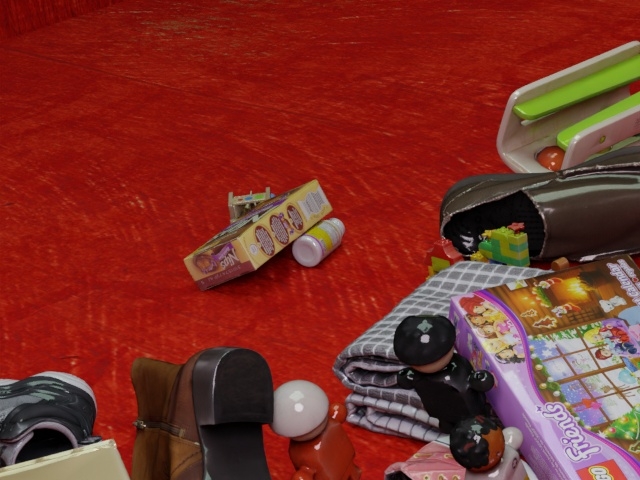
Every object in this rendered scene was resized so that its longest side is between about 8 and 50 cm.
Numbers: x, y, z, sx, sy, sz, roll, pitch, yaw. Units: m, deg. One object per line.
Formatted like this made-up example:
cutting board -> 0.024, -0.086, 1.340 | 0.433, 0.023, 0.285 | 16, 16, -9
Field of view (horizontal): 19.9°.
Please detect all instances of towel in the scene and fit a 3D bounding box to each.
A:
towel -> 0.190, 0.120, 1.915 | 0.284, 0.121, 0.235 | 7, 28, 35

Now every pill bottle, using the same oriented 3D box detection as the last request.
pill bottle -> 0.000, 0.000, 2.394 | 0.043, 0.043, 0.083 | 4, 24, 29

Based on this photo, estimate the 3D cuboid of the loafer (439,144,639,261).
loafer -> 0.307, -0.022, 2.221 | 0.366, 0.134, 0.130 | -10, 15, 26

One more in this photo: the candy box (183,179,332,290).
candy box -> -0.080, -0.008, 2.377 | 0.109, 0.053, 0.187 | -21, 13, 41

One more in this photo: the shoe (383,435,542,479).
shoe -> 0.136, 0.238, 1.729 | 0.081, 0.063, 0.178 | -23, 21, -27

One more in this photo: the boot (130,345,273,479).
boot -> -0.139, 0.234, 1.731 | 0.096, 0.264, 0.280 | 1, -8, -26

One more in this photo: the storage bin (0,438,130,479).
storage bin -> -0.268, 0.312, 1.617 | 0.260, 0.123, 0.262 | -14, 22, -12

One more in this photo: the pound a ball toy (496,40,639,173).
pound a ball toy -> 0.392, -0.130, 2.495 | 0.319, 0.135, 0.208 | -25, 52, -35

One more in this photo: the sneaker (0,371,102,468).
sneaker -> -0.360, 0.214, 1.919 | 0.269, 0.101, 0.153 | -11, 19, -13

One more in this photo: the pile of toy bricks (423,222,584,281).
pile of toy bricks -> 0.226, 0.028, 2.151 | 0.118, 0.105, 0.212 | -25, 27, -36

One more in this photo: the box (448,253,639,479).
box -> 0.271, 0.143, 1.719 | 0.201, 0.057, 0.293 | -13, 44, -18

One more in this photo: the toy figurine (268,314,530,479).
toy figurine -> 0.073, 0.192, 1.645 | 0.213, 0.148, 0.209 | -26, 40, 1

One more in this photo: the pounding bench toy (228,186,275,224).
pounding bench toy -> -0.090, -0.033, 2.500 | 0.065, 0.052, 0.083 | -8, 22, 1
